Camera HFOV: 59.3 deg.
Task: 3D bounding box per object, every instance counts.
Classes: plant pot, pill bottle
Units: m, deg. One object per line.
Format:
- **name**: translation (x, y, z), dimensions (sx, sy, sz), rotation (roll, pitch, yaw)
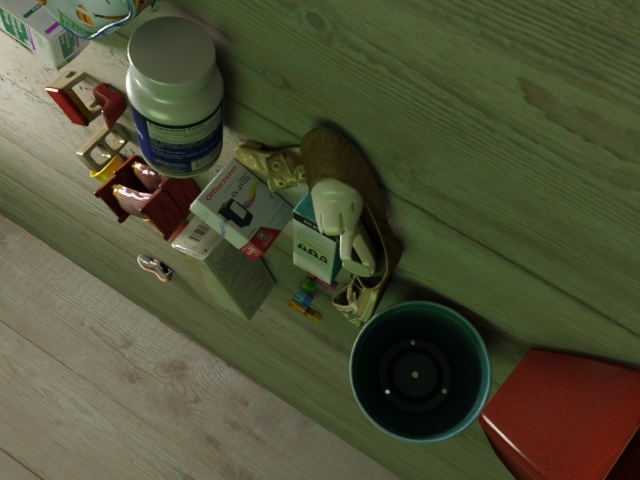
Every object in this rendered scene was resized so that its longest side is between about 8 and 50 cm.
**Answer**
- **plant pot**: translation (0.452, 0.356, 1.027), dimensions (0.236, 0.267, 0.267), rotation (28, 158, 46)
- **pill bottle**: translation (-0.237, -0.228, 0.931), dimensions (0.153, 0.153, 0.264), rotation (33, 155, 4)
- **plant pot**: translation (0.208, 0.285, 1.201), dimensions (0.272, 0.271, 0.255), rotation (28, 169, 15)

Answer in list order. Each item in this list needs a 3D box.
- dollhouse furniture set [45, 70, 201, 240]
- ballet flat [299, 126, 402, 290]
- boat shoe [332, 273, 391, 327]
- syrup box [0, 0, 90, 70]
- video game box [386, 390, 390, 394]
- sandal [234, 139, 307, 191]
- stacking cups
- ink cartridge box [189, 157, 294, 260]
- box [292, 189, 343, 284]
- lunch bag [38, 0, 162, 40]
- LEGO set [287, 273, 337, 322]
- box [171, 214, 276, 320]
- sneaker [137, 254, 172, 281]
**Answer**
- **dollhouse furniture set**: translation (-0.466, -0.190, 1.295), dimensions (0.201, 0.152, 0.374), rotation (16, 150, 36)
- **ballet flat**: translation (0.050, -0.029, 0.953), dimensions (0.116, 0.124, 0.342), rotation (0, 141, 26)
- **boat shoe**: translation (0.082, 0.122, 1.226), dimensions (0.089, 0.104, 0.285), rotation (30, 156, 4)
- **syrup box**: translation (-0.551, -0.432, 1.028), dimensions (0.237, 0.096, 0.093), rotation (36, 156, -1)
- **video game box**: translation (0.296, 0.512, 1.745), dimensions (0.187, 0.048, 0.205), rotation (45, 154, -16)
- **sandal**: translation (-0.077, -0.120, 1.013), dimensions (0.240, 0.079, 0.088), rotation (16, 150, 35)
- **stacking cups**: translation (-0.484, -0.111, 1.568), dimensions (0.096, 0.096, 0.316), rotation (6, 148, 48)
- **ink cartridge box**: translation (-0.161, -0.064, 1.165), dimensions (0.175, 0.127, 0.072), rotation (40, 154, -11)
- **box**: translation (0.000, 0.000, 1.159), dimensions (0.101, 0.060, 0.244), rotation (29, 156, 11)
- **lunch bag**: translation (-0.346, -0.425, 0.760), dimensions (0.243, 0.115, 0.303), rotation (3, 140, 47)
- **LEGO set**: translation (-0.020, 0.155, 1.442), dimensions (0.093, 0.087, 0.227), rotation (35, 157, 0)
- **box**: translation (-0.248, 0.069, 1.506), dimensions (0.121, 0.148, 0.311), rotation (20, 151, 30)
- **sneaker**: translation (-0.635, 0.094, 2.181), dimensions (0.158, 0.061, 0.065), rotation (33, 129, 2)
